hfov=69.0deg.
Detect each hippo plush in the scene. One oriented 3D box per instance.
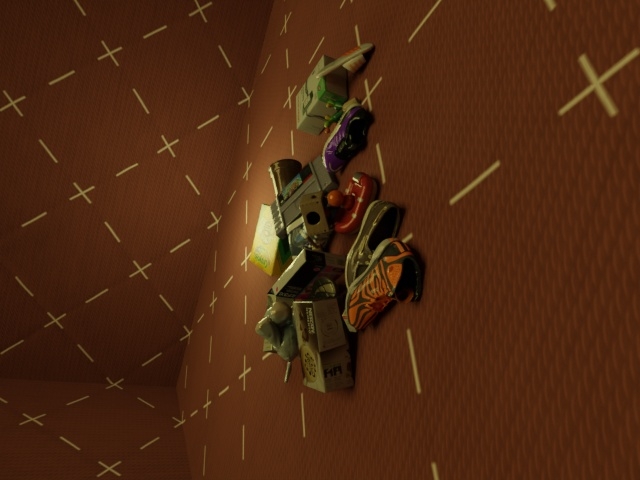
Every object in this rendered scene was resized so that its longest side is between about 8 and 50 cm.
[{"bbox_3d":[-0.118,0.359,1.893,0.294,0.234,0.236,61,177,-8],"label":"hippo plush"}]

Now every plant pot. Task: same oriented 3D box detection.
[{"bbox_3d":[-0.160,-0.284,2.267,0.167,0.167,0.165,-42,51,51],"label":"plant pot"}]

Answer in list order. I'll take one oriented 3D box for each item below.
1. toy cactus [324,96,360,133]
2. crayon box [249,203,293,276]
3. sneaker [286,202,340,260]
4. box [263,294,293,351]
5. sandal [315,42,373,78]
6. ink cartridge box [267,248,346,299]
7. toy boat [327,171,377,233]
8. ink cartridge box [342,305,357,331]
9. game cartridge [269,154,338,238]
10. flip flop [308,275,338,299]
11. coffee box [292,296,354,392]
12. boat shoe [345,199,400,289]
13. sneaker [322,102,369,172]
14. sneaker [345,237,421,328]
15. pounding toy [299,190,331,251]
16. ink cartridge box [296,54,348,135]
[{"bbox_3d":[0.093,-0.514,1.923,0.181,0.112,0.218,-33,45,32],"label":"toy cactus"},{"bbox_3d":[-0.230,-0.007,2.329,0.363,0.106,0.312,22,99,64],"label":"crayon box"},{"bbox_3d":[-0.001,0.000,1.869,0.323,0.130,0.236,-32,68,40],"label":"sneaker"},{"bbox_3d":[-0.188,0.364,2.094,0.113,0.094,0.274,-32,51,57],"label":"box"},{"bbox_3d":[0.108,-0.725,1.929,0.265,0.076,0.102,-24,30,20],"label":"sandal"},{"bbox_3d":[-0.062,0.160,1.825,0.371,0.176,0.069,-47,40,48],"label":"ink cartridge box"},{"bbox_3d":[0.093,-0.137,1.662,0.151,0.151,0.231,46,120,61],"label":"toy boat"},{"bbox_3d":[0.099,0.237,1.519,0.029,0.115,0.062,-3,37,33],"label":"ink cartridge box"},{"bbox_3d":[-0.086,-0.196,2.044,0.355,0.068,0.230,-43,42,21],"label":"game cartridge"},{"bbox_3d":[0.020,0.209,1.757,0.277,0.080,0.112,116,139,-60],"label":"flip flop"},{"bbox_3d":[0.007,0.344,1.584,0.168,0.119,0.296,-13,84,62],"label":"coffee box"},{"bbox_3d":[0.169,0.030,1.480,0.097,0.117,0.324,20,91,68],"label":"boat shoe"},{"bbox_3d":[0.101,-0.378,1.810,0.293,0.102,0.146,-64,29,27],"label":"sneaker"},{"bbox_3d":[0.183,0.161,1.376,0.321,0.125,0.180,-68,26,20],"label":"sneaker"},{"bbox_3d":[-0.004,-0.056,1.695,0.181,0.094,0.205,-80,-24,-69],"label":"pounding toy"},{"bbox_3d":[0.000,-0.651,2.117,0.289,0.122,0.211,-41,44,52],"label":"ink cartridge box"}]
